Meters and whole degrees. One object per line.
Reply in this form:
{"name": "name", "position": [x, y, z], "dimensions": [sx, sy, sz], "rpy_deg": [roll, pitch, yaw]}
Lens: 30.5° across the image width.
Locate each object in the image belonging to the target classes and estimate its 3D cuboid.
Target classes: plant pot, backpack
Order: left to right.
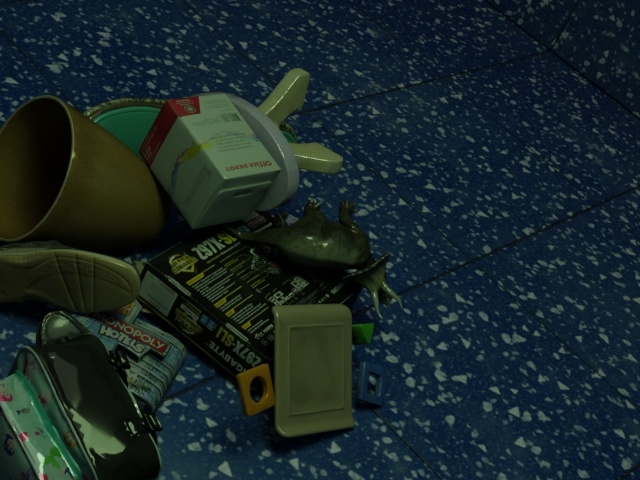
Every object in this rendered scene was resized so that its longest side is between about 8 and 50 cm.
{"name": "backpack", "position": [-0.329, 0.267, 1.438], "dimensions": [0.191, 0.253, 0.225], "rpy_deg": [-16, 63, -37]}
{"name": "plant pot", "position": [-0.371, -0.079, 1.889], "dimensions": [0.254, 0.237, 0.237], "rpy_deg": [22, 29, -44]}

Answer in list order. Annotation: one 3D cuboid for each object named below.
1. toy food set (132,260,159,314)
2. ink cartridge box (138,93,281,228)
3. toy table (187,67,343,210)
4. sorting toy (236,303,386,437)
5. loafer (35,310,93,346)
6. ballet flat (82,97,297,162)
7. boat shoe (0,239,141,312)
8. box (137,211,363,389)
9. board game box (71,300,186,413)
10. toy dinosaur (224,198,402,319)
{"name": "toy food set", "position": [-0.267, 0.084, 1.905], "dimensions": [0.078, 0.019, 0.122], "rpy_deg": [11, 37, -19]}
{"name": "ink cartridge box", "position": [-0.178, -0.127, 1.889], "dimensions": [0.128, 0.127, 0.176], "rpy_deg": [-13, 58, -46]}
{"name": "toy table", "position": [-0.101, -0.164, 2.014], "dimensions": [0.274, 0.252, 0.161], "rpy_deg": [43, 39, 23]}
{"name": "sorting toy", "position": [-0.020, 0.196, 1.798], "dimensions": [0.348, 0.047, 0.196], "rpy_deg": [2, 83, -51]}
{"name": "loafer", "position": [-0.315, 0.205, 1.607], "dimensions": [0.096, 0.084, 0.267], "rpy_deg": [-21, 69, -20]}
{"name": "ballet flat", "position": [-0.269, -0.187, 2.161], "dimensions": [0.483, 0.164, 0.182], "rpy_deg": [-1, 21, -39]}
{"name": "boat shoe", "position": [-0.398, 0.044, 1.754], "dimensions": [0.285, 0.102, 0.092], "rpy_deg": [-1, 25, 12]}
{"name": "box", "position": [-0.110, 0.080, 1.937], "dimensions": [0.257, 0.079, 0.322], "rpy_deg": [35, 33, 13]}
{"name": "board game box", "position": [-0.301, 0.152, 1.764], "dimensions": [0.194, 0.060, 0.194], "rpy_deg": [25, 36, 0]}
{"name": "toy dinosaur", "position": [0.000, 0.000, 1.952], "dimensions": [0.314, 0.121, 0.160], "rpy_deg": [22, 20, -18]}
